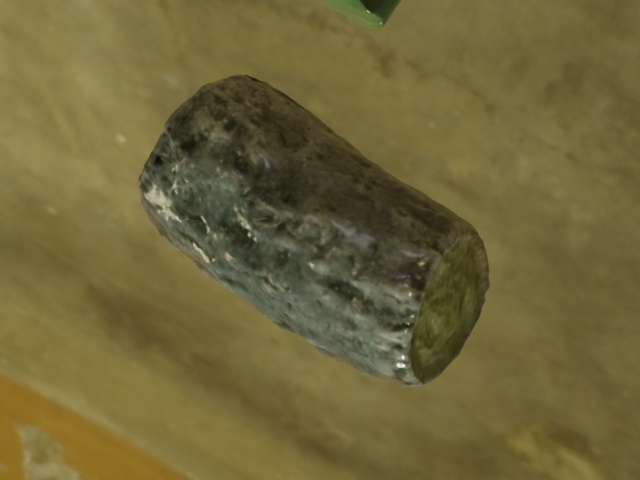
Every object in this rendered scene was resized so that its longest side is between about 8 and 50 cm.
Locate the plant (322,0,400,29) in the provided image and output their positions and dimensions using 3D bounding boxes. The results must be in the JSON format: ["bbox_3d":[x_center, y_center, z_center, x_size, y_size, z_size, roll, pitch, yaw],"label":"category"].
[{"bbox_3d":[0.039,-0.165,0.771,0.051,0.102,0.051,29,176,2],"label":"plant"}]

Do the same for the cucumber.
[{"bbox_3d":[-0.001,-0.001,0.449,0.112,0.064,0.064,36,160,26],"label":"cucumber"}]
